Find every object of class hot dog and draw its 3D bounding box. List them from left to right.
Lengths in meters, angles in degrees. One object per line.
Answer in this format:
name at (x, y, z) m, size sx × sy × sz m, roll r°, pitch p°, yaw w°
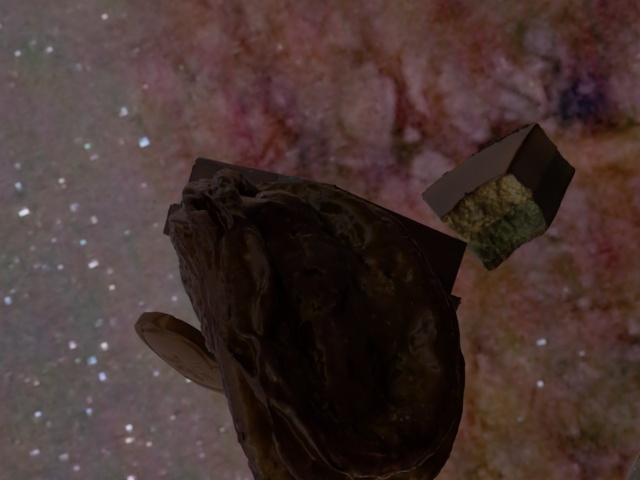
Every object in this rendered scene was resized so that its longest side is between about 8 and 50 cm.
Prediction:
hot dog at (-0.005, 0.045, 0.766) m, size 0.175 × 0.114 × 0.259 m, roll -5°, pitch -122°, yaw -34°

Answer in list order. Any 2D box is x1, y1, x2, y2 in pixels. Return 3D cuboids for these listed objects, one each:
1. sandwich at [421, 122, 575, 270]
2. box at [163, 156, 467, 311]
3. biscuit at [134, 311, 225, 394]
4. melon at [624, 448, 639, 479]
sandwich at (0.217, -0.040, 1.599) m, size 0.108 × 0.220 × 0.186 m, roll 49°, pitch -138°, yaw -11°
box at (0.000, 0.000, 1.126) m, size 0.215 × 0.215 × 0.086 m, roll 21°, pitch -94°, yaw -44°
biscuit at (-0.110, 0.111, 1.085) m, size 0.140 × 0.118 × 0.023 m, roll 47°, pitch -120°, yaw -39°
melon at (0.382, 0.219, 0.939) m, size 0.308 × 0.272 × 0.272 m, roll 138°, pitch 118°, yaw -69°
